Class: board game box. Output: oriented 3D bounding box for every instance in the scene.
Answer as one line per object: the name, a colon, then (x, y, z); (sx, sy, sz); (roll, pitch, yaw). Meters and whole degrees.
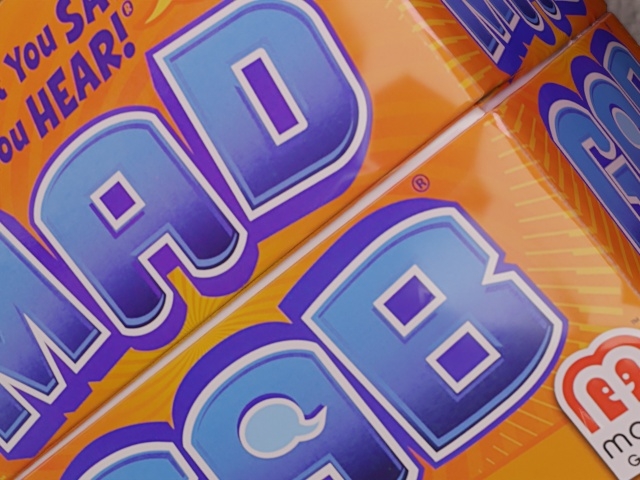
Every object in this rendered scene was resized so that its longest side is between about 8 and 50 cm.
board game box: (0.000, 0.000, 0.861); (0.356, 0.356, 0.356); (-39, 90, 24)
